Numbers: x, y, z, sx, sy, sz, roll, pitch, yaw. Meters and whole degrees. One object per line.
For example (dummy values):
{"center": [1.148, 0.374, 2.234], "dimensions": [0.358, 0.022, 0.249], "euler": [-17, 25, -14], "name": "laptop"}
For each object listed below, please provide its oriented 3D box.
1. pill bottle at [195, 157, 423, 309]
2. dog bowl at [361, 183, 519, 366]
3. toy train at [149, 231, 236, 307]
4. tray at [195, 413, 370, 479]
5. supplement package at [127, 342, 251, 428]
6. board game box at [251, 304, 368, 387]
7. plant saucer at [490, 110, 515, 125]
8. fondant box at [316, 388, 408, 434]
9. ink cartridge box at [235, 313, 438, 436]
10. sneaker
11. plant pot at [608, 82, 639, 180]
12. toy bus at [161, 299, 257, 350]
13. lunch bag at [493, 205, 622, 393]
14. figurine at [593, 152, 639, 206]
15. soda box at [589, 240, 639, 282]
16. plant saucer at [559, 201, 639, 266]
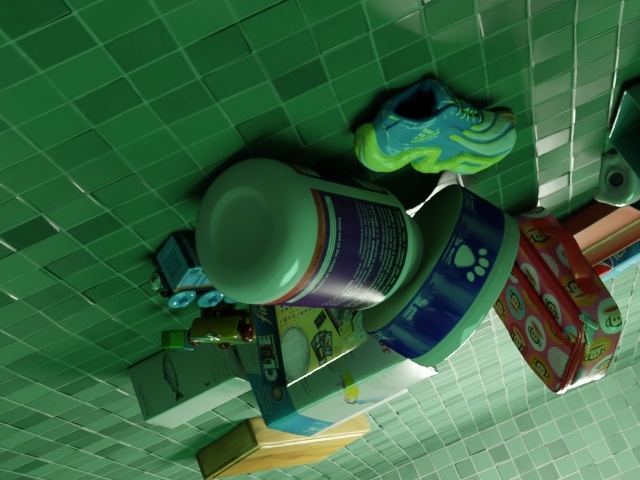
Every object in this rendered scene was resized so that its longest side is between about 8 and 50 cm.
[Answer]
{"center": [0.000, 0.000, 1.426], "dimensions": [0.181, 0.181, 0.323], "euler": [-36, 155, 29], "name": "pill bottle"}
{"center": [0.175, 0.051, 1.612], "dimensions": [0.104, 0.265, 0.265], "euler": [31, 137, -12], "name": "dog bowl"}
{"center": [-0.150, 0.040, 1.515], "dimensions": [0.184, 0.080, 0.105], "euler": [-2, 144, -42], "name": "toy train"}
{"center": [-0.083, 0.493, 2.631], "dimensions": [0.203, 0.076, 0.411], "euler": [-38, 153, 33], "name": "tray"}
{"center": [-0.220, 0.236, 1.859], "dimensions": [0.179, 0.105, 0.105], "euler": [-28, 158, 10], "name": "supplement package"}
{"center": [-0.014, 0.102, 1.592], "dimensions": [0.042, 0.165, 0.243], "euler": [-3, -171, 31], "name": "board game box"}
{"center": [0.234, -0.158, 1.517], "dimensions": [0.084, 0.013, 0.083], "euler": [-20, 157, -9], "name": "plant saucer"}
{"center": [0.025, 0.305, 2.273], "dimensions": [0.238, 0.096, 0.330], "euler": [-27, 159, 10], "name": "fondant box"}
{"center": [0.026, 0.187, 1.862], "dimensions": [0.270, 0.198, 0.197], "euler": [-28, 157, 13], "name": "ink cartridge box"}
{"center": [0.165, -0.146, 1.374], "dimensions": [0.240, 0.091, 0.126], "euler": [-11, 155, -25], "name": "sneaker"}
{"center": [0.589, -0.182, 1.621], "dimensions": [0.234, 0.165, 0.165], "euler": [-29, 159, -5], "name": "plant pot"}
{"center": [-0.134, 0.108, 1.641], "dimensions": [0.191, 0.104, 0.202], "euler": [2, 169, -25], "name": "toy bus"}
{"center": [0.401, 0.090, 1.867], "dimensions": [0.120, 0.293, 0.258], "euler": [-17, 142, -17], "name": "lunch bag"}
{"center": [0.598, -0.112, 1.831], "dimensions": [0.215, 0.092, 0.209], "euler": [-10, 175, 39], "name": "figurine"}
{"center": [0.582, 0.048, 2.264], "dimensions": [0.210, 0.067, 0.071], "euler": [-33, 156, 21], "name": "soda box"}
{"center": [0.516, -0.002, 2.110], "dimensions": [0.259, 0.047, 0.258], "euler": [-34, 155, 24], "name": "plant saucer"}
